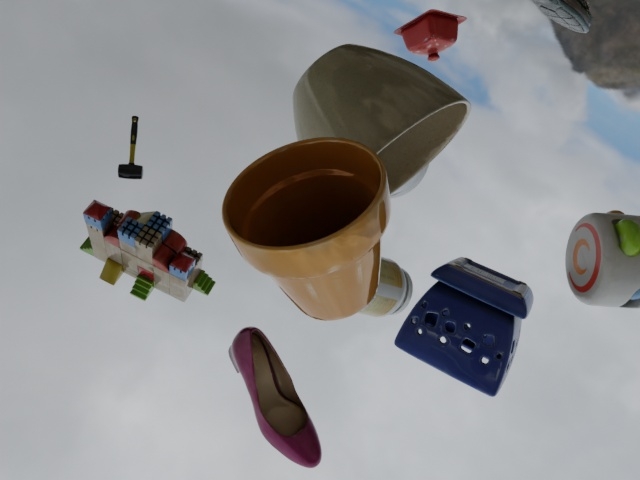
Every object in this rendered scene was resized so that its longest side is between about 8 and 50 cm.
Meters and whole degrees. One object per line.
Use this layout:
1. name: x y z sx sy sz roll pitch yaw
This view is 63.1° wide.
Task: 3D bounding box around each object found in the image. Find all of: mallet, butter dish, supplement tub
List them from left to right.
1. mallet: -0.502 -0.245 1.368 0.062 0.039 0.189 -5 -111 -17
2. supplement tub: 0.169 0.158 1.908 0.316 0.228 0.228 19 -147 -43
3. butter dish: 0.314 -0.567 1.478 0.160 0.160 0.118 -5 -91 -36

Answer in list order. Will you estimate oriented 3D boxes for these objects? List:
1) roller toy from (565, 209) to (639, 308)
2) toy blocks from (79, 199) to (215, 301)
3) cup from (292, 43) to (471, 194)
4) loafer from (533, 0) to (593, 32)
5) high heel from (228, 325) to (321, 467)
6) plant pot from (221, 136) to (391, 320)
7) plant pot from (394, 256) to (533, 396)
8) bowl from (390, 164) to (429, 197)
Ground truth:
1. roller toy: 0.609 0.041 1.070 0.146 0.191 0.209 4 -168 1
2. toy blocks: -0.464 0.014 1.394 0.381 0.261 0.190 27 -123 0
3. cup: 0.081 -0.231 0.999 0.331 0.331 0.237 -22 -108 -50
4. loafer: 0.451 -0.488 0.998 0.267 0.084 0.096 15 -158 -33
5. high heel: -0.100 0.383 1.261 0.127 0.181 0.377 -35 -97 -31
6. plant pot: 0.000 0.000 0.689 0.205 0.188 0.205 -10 -136 10
7. plant pot: 0.328 0.166 1.142 0.236 0.212 0.236 26 -165 23
8. bowl: 0.122 -0.231 1.348 0.298 0.298 0.134 41 -141 14
